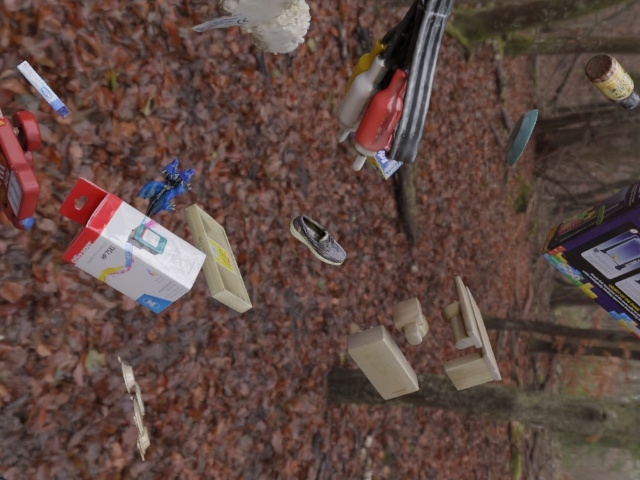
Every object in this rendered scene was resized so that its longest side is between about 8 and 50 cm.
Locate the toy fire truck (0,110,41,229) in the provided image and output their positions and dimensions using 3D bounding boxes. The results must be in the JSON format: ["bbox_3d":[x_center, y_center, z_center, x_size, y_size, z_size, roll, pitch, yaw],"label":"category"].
[{"bbox_3d":[-0.780,-0.162,1.365,0.169,0.302,0.253,-19,79,-39],"label":"toy fire truck"}]

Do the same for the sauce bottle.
[{"bbox_3d":[0.427,-0.226,0.795,0.128,0.042,0.042,14,74,-40],"label":"sauce bottle"}]

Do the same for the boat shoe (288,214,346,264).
[{"bbox_3d":[0.000,0.000,1.201,0.152,0.049,0.056,35,54,-19],"label":"boat shoe"}]

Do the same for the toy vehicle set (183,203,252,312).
[{"bbox_3d":[-0.266,0.048,1.426,0.266,0.035,0.166,65,7,28],"label":"toy vehicle set"}]

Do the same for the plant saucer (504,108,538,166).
[{"bbox_3d":[0.391,-0.205,1.084,0.119,0.021,0.119,22,90,-84],"label":"plant saucer"}]

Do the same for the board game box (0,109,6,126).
[{"bbox_3d":[-0.506,-0.181,0.659,0.045,0.194,0.146,147,-76,-83],"label":"board game box"}]

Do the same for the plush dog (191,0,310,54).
[{"bbox_3d":[-0.070,-0.375,0.634,0.211,0.262,0.225,-3,81,-36],"label":"plush dog"}]

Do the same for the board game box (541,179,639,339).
[{"bbox_3d":[0.331,0.026,0.533,0.170,0.141,0.048,40,54,-5],"label":"board game box"}]

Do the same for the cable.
[{"bbox_3d":[0.075,-0.183,0.485,0.287,0.072,0.139,106,-18,-47],"label":"cable"}]

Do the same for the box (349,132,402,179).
[{"bbox_3d":[0.110,-0.200,1.128,0.054,0.059,0.169,-47,143,-6],"label":"box"}]

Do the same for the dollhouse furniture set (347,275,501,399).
[{"bbox_3d":[0.132,0.119,0.736,0.144,0.151,0.123,56,21,-33],"label":"dollhouse furniture set"}]

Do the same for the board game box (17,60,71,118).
[{"bbox_3d":[-0.474,-0.257,0.946,0.090,0.020,0.090,52,-12,-13],"label":"board game box"}]

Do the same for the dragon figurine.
[{"bbox_3d":[-0.469,-0.129,1.599,0.085,0.289,0.144,49,13,1],"label":"dragon figurine"}]

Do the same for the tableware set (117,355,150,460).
[{"bbox_3d":[-0.322,0.292,0.958,0.168,0.020,0.141,-121,-156,-44],"label":"tableware set"}]

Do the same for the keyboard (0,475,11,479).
[{"bbox_3d":[-0.367,0.386,0.698,0.180,0.023,0.108,47,26,-31],"label":"keyboard"}]

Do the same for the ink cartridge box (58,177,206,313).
[{"bbox_3d":[-0.323,0.014,0.895,0.231,0.134,0.078,35,48,-20],"label":"ink cartridge box"}]
